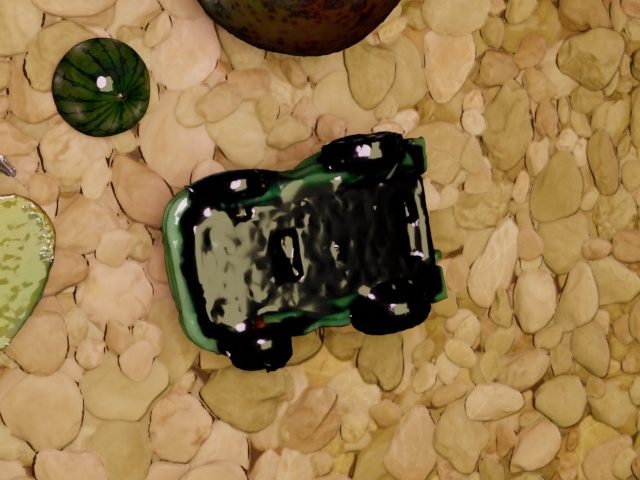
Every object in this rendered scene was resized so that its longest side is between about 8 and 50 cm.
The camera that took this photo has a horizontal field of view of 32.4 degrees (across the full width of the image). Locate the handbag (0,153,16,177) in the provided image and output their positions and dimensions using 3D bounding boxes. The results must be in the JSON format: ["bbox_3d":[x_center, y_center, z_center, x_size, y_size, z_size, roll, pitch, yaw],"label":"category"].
[{"bbox_3d":[-0.438,-0.097,1.015,0.182,0.117,0.270,-46,109,-6],"label":"handbag"}]

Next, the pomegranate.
[{"bbox_3d":[0.011,-0.340,1.145,0.341,0.285,0.285,-31,109,-44],"label":"pomegranate"}]

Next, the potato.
[{"bbox_3d":[-0.342,0.043,1.108,0.119,0.054,0.198,18,91,-27],"label":"potato"}]

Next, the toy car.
[{"bbox_3d":[0.000,0.000,1.212,0.359,0.176,0.213,-15,101,-21],"label":"toy car"}]

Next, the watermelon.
[{"bbox_3d":[-0.221,-0.156,1.142,0.105,0.062,0.105,-7,107,-25],"label":"watermelon"}]
